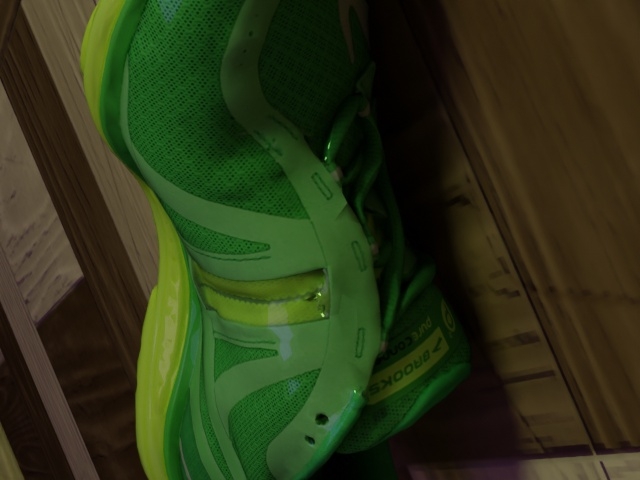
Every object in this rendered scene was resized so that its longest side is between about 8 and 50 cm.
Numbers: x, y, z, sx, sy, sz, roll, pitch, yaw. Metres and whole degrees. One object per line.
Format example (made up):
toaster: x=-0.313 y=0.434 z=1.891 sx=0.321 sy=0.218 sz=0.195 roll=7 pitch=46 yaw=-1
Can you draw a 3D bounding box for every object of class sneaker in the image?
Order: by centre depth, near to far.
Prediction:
sneaker: x=0.000 y=0.000 z=0.484 sx=0.123 sy=0.109 sz=0.296 roll=26 pitch=139 yaw=28
